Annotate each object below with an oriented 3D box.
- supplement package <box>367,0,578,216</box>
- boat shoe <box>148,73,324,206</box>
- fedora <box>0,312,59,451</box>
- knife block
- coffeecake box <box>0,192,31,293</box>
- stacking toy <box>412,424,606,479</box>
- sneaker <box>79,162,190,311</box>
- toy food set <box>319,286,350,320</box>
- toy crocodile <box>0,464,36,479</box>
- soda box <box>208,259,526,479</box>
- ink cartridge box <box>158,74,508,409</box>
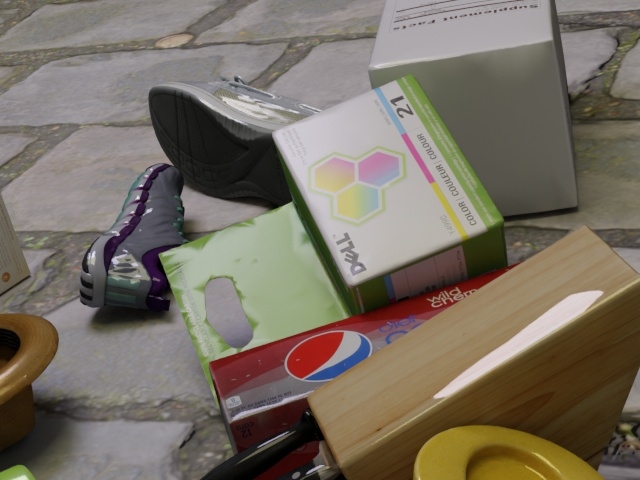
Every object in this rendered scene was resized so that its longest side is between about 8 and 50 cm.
[{"bbox_3d":[0.160,-0.161,1.357,0.175,0.178,0.293,-8,28,12],"label":"supplement package"},{"bbox_3d":[-0.062,-0.111,1.450,0.320,0.118,0.103,17,34,40],"label":"boat shoe"},{"bbox_3d":[-0.299,0.134,1.120,0.194,0.079,0.194,-16,24,7],"label":"fedora"},{"bbox_3d":[0.049,0.115,0.820,0.242,0.276,0.088,10,20,-20],"label":"knife block"},{"bbox_3d":[-0.399,0.014,1.330,0.068,0.142,0.185,10,35,40],"label":"coffeecake box"},{"bbox_3d":[0.181,0.248,0.689,0.279,0.130,0.309,10,27,-11],"label":"stacking toy"},{"bbox_3d":[-0.158,0.004,1.334,0.098,0.083,0.224,14,37,8],"label":"sneaker"},{"bbox_3d":[0.060,0.036,1.141,0.217,0.071,0.128,-11,27,7],"label":"toy food set"},{"bbox_3d":[-0.192,0.221,0.787,0.115,0.105,0.340,-18,53,-26],"label":"toy crocodile"},{"bbox_3d":[0.057,0.105,0.996,0.263,0.084,0.092,-17,27,-7],"label":"soda box"},{"bbox_3d":[0.000,0.000,1.086,0.255,0.097,0.189,-22,51,-6],"label":"ink cartridge box"}]
